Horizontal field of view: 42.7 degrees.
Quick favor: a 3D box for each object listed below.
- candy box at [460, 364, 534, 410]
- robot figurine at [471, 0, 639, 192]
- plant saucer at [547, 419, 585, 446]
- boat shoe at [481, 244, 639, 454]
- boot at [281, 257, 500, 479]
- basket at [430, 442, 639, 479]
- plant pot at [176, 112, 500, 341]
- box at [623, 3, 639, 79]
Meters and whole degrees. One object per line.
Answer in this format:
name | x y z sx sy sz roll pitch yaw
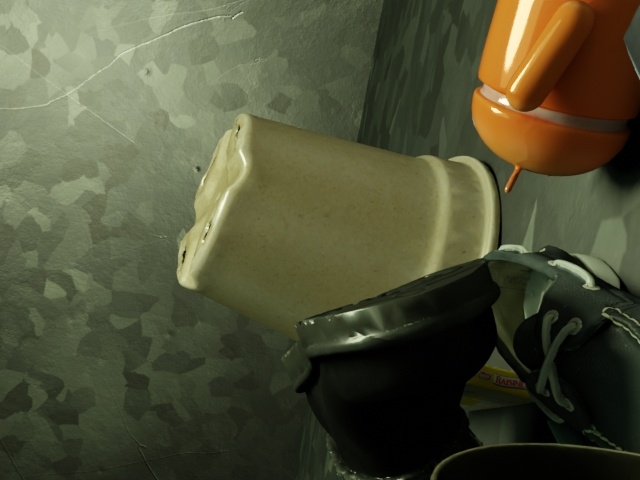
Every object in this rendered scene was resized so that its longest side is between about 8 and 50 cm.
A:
candy box | 0.132 0.145 0.818 0.206 0.105 0.027 118 167 -74
robot figurine | 0.186 -0.143 0.612 0.158 0.128 0.219 -106 25 -64
plant saucer | 0.181 0.181 0.488 0.067 0.018 0.192 59 -170 -18
boat shoe | 0.172 0.075 0.548 0.302 0.091 0.114 -106 26 -80
boot | 0.085 0.166 0.601 0.348 0.131 0.260 112 135 -74
basket | 0.134 0.221 0.324 0.154 0.204 0.227 -5 -81 -50
plant pot | 0.000 0.000 1.018 0.334 0.305 0.334 -160 90 -73
box | 0.194 -0.084 0.215 0.093 0.156 0.158 -86 7 -47
